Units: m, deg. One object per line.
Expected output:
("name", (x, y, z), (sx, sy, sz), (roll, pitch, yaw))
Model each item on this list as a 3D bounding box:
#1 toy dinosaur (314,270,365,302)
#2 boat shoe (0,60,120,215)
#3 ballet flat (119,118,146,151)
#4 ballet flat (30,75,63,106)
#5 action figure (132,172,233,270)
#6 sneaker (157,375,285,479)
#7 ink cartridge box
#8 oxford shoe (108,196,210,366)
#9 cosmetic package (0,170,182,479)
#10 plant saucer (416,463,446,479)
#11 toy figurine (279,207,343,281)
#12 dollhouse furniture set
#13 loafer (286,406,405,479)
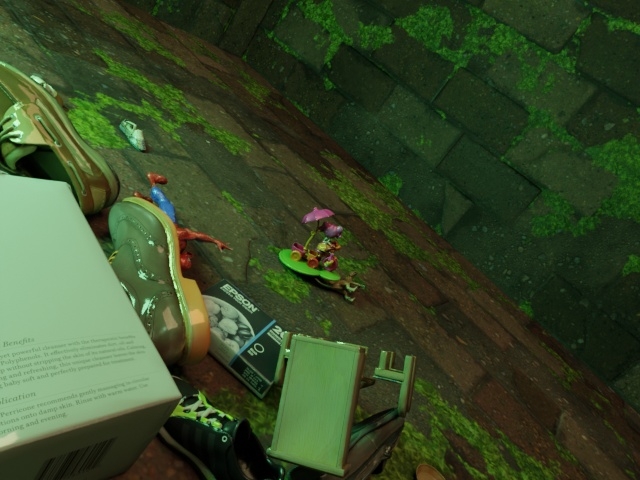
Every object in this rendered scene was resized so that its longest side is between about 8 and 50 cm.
("toy dinosaur", (0.057, 0.125, 1.230), (0.092, 0.053, 0.183), (29, 20, 30))
("boat shoe", (-0.498, -0.173, 0.798), (0.324, 0.122, 0.120), (46, 23, -16))
("ballet flat", (-0.493, -0.283, 1.215), (0.114, 0.041, 0.041), (46, 23, 22))
("ballet flat", (-0.650, -0.330, 1.024), (0.080, 0.073, 0.232), (35, 21, -5))
("action figure", (-0.281, -0.021, 0.928), (0.139, 0.091, 0.280), (26, 19, -42))
("sneaker", (-0.128, 0.249, 0.600), (0.234, 0.097, 0.084), (42, 22, 14))
("ink cartridge box", (-0.132, 0.160, 0.850), (0.206, 0.045, 0.208), (39, 20, 7))
("oxford shoe", (-0.297, 0.045, 0.731), (0.132, 0.130, 0.364), (0, 36, -40))
("cosmetic package", (-0.340, 0.089, 0.516), (0.196, 0.155, 0.366), (4, 39, -54))
("plant saucer", (0.199, 0.441, 0.819), (0.083, 0.015, 0.083), (31, 23, -15))
("toy figurine", (0.000, 0.000, 1.176), (0.173, 0.159, 0.130), (24, 19, 4))
("dollhouse furniture set", (0.025, 0.240, 0.712), (0.211, 0.161, 0.242), (7, -12, 18))
("loafer", (0.057, 0.346, 0.725), (0.267, 0.096, 0.084), (-5, 65, -50))
